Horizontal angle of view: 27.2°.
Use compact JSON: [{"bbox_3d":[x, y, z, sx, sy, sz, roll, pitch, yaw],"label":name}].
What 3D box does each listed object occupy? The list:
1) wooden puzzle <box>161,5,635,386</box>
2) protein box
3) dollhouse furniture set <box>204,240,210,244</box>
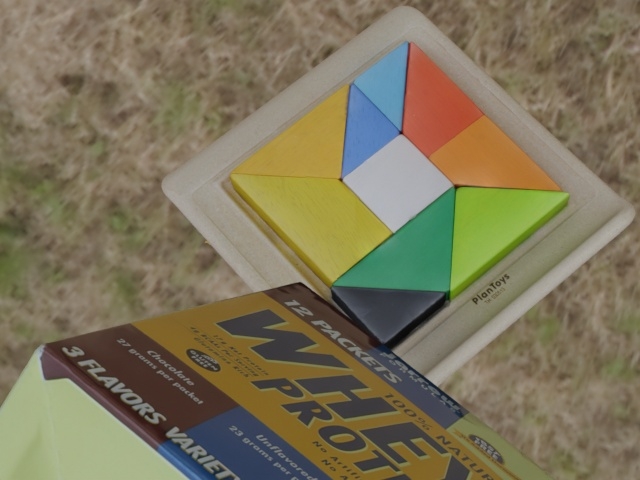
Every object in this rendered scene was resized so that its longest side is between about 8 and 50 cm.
[{"bbox_3d":[0.046,-0.031,0.857,0.239,0.221,0.044,45,165,25],"label":"wooden puzzle"},{"bbox_3d":[-0.044,0.139,0.461,0.136,0.201,0.200,37,104,14],"label":"protein box"},{"bbox_3d":[0.000,0.000,0.936,0.076,0.151,0.059,39,146,58],"label":"dollhouse furniture set"}]
